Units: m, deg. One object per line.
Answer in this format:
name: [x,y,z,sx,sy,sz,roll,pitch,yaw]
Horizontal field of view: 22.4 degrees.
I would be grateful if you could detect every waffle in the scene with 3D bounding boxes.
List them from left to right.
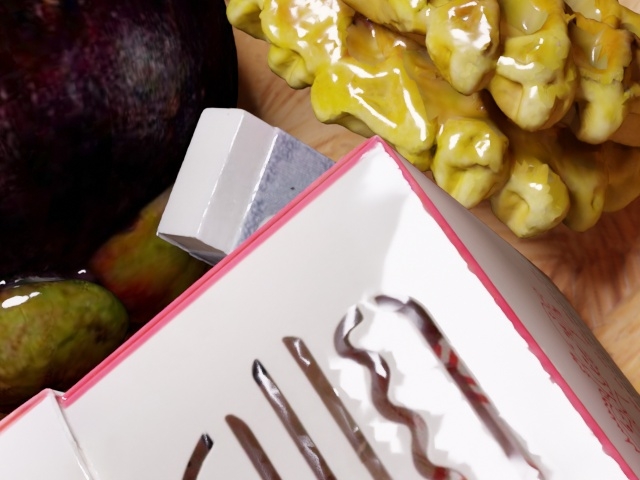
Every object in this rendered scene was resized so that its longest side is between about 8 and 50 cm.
waffle: [0.084,-0.148,1.032,0.324,0.261,0.151,45,116,30]

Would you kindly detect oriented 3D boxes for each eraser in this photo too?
eraser: [0.000,0.000,1.027,0.046,0.212,0.092,7,73,49]

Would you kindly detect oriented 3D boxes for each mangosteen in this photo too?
mangosteen: [-0.233,-0.049,1.069,0.382,0.382,0.435,-8,104,17]

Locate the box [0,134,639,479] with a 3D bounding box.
box: [0.049,0.180,0.878,0.300,0.312,0.314,-39,63,9]
